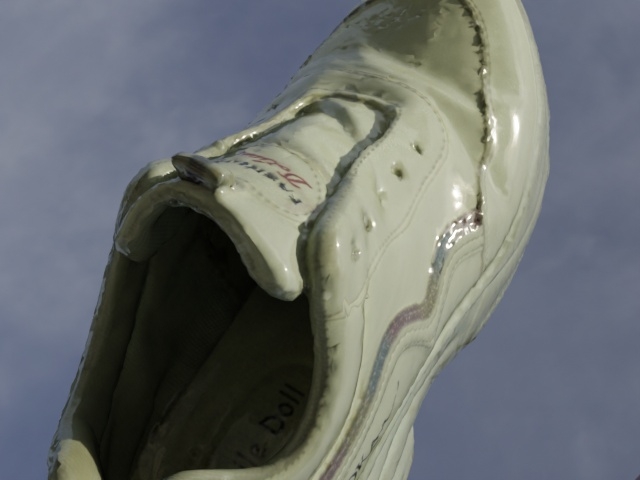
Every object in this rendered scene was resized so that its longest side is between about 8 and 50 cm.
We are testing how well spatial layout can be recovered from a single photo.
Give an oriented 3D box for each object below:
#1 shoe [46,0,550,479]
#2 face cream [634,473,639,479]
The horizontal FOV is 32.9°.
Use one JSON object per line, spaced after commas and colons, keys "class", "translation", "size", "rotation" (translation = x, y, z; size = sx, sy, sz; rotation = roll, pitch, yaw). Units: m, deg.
{"class": "shoe", "translation": [0.000, 0.000, 0.459], "size": [0.132, 0.210, 0.342], "rotation": [19, -103, 22]}
{"class": "face cream", "translation": [0.278, 0.323, 1.031], "size": [0.214, 0.096, 0.096], "rotation": [-41, -111, -19]}
